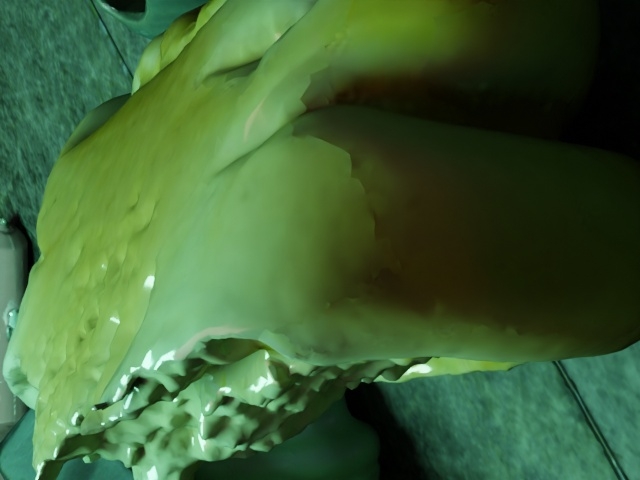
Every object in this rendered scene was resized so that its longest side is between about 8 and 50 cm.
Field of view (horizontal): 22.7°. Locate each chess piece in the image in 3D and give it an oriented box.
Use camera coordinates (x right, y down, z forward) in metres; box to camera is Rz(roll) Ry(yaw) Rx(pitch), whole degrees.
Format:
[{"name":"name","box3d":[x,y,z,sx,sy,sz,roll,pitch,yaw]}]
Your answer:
[{"name":"chess piece","box3d":[-0.036,0.053,1.128,0.139,0.139,0.271,2,99,59]}]

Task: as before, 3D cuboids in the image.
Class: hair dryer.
[{"name":"hair dryer","box3d":[-0.328,0.145,1.690,0.210,0.125,0.352,32,127,47]}]

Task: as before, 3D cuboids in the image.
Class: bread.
[{"name":"bread","box3d":[-0.022,-0.011,0.827,0.424,0.329,0.245,-15,95,63]}]

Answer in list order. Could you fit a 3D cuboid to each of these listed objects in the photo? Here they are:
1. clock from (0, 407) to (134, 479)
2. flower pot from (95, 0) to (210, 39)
[{"name":"clock","box3d":[-0.082,0.257,1.167,0.386,0.076,0.386,43,172,8]},{"name":"flower pot","box3d":[-0.081,-0.240,0.965,0.189,0.157,0.243,20,125,56]}]
